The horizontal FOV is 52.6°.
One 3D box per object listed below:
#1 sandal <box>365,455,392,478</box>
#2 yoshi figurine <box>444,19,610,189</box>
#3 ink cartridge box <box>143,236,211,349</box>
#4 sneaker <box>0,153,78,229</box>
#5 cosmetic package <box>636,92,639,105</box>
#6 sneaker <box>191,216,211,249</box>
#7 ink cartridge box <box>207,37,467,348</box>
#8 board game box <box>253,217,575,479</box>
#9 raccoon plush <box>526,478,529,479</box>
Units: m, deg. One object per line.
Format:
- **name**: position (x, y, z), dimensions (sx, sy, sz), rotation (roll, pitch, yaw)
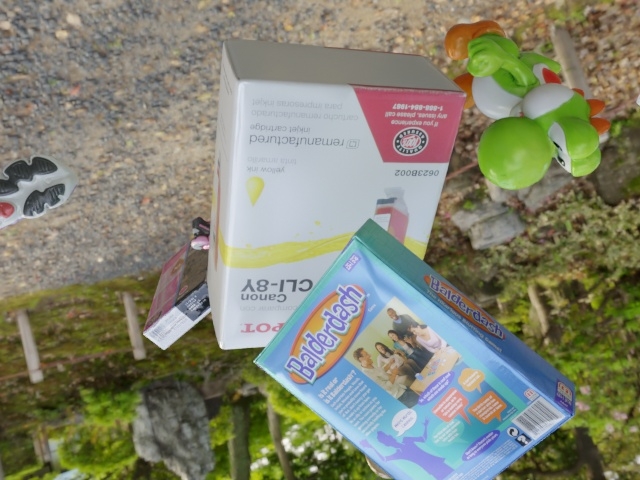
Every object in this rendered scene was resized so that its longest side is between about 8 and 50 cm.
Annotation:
- **sandal**: position (0.142, 0.234, 0.950), dimensions (0.240, 0.088, 0.079), rotation (-39, 154, -47)
- **yoshi figurine**: position (0.288, -0.207, 1.040), dimensions (0.203, 0.362, 0.203), rotation (16, 121, -30)
- **ink cartridge box**: position (-0.271, 0.064, 1.397), dimensions (0.176, 0.069, 0.371), rotation (-40, -159, 15)
- **sneaker**: position (-0.310, -0.030, 0.609), dimensions (0.170, 0.068, 0.071), rotation (-16, -177, -7)
- **cosmetic package**: position (0.464, -0.178, 0.656), dimensions (0.183, 0.151, 0.151), rotation (-1, -153, -33)
- **sneaker**: position (-0.156, -0.017, 1.044), dimensions (0.119, 0.057, 0.047), rotation (-1, 160, -43)
- **ink cartridge box**: position (0.001, -0.050, 0.875), dimensions (0.279, 0.160, 0.385), rotation (-1, 123, -15)
- **board game box**: position (0.071, 0.108, 0.533), dimensions (0.160, 0.210, 0.047), rotation (-52, 177, 29)
- **raccoon plush**: position (0.218, 0.512, 0.912), dimensions (0.299, 0.216, 0.446), rotation (-38, 163, -22)
